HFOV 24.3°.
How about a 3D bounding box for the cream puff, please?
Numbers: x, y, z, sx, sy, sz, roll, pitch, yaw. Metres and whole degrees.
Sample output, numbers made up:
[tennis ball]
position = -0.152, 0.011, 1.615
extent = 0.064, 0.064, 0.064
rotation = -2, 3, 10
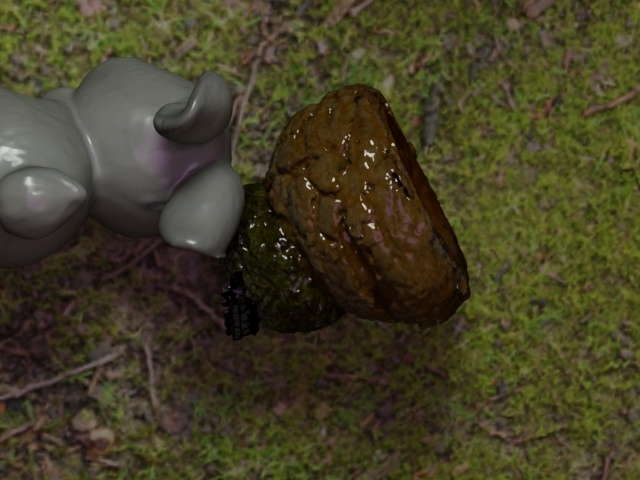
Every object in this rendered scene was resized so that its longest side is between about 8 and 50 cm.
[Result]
[cream puff]
position = 0.000, 0.000, 1.051
extent = 0.169, 0.183, 0.183
rotation = -25, 106, 9

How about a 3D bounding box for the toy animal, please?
[toy animal]
position = -0.150, -0.051, 0.997
extent = 0.193, 0.178, 0.127
rotation = -7, 105, -10
